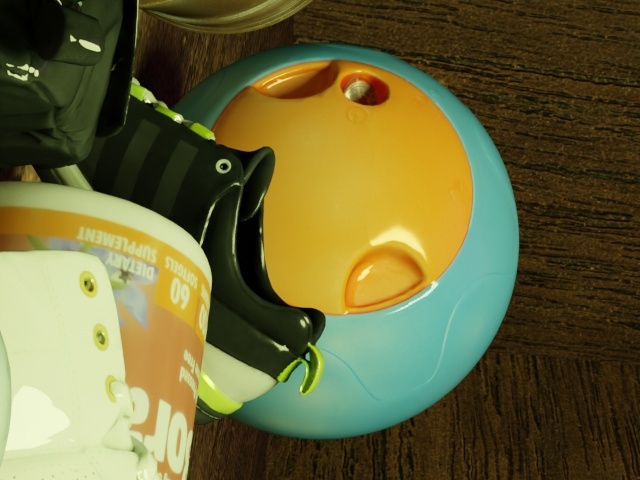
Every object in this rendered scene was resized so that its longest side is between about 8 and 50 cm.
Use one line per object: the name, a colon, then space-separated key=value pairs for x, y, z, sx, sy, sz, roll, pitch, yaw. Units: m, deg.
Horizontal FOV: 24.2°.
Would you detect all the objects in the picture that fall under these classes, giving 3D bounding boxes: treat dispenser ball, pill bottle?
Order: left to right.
pill bottle: x=-0.110 y=0.097 z=0.549 sx=0.121 sy=0.121 sz=0.216 roll=90 pitch=4 yaw=-64
treat dispenser ball: x=0.000 y=0.000 z=1.085 sx=0.288 sy=0.288 sz=0.288 roll=4 pitch=90 yaw=-88

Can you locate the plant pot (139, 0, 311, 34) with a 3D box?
plant pot: x=-0.070 y=-0.183 z=0.742 sx=0.165 sy=0.167 sz=0.167 roll=-46 pitch=141 yaw=-76

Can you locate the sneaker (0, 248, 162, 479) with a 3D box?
sneaker: x=-0.052 y=0.088 z=0.446 sx=0.108 sy=0.292 sz=0.169 roll=-24 pitch=-125 yaw=44

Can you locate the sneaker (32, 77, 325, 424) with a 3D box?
sneaker: x=-0.067 y=-0.029 z=0.686 sx=0.234 sy=0.097 sz=0.084 roll=64 pitch=10 yaw=8

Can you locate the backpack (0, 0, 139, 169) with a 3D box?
backpack: x=-0.102 y=-0.121 z=0.422 sx=0.152 sy=0.115 sz=0.182 roll=150 pitch=-57 yaw=-76

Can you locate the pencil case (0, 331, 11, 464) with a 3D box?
pencil case: x=-0.118 y=-0.032 z=0.200 sx=0.124 sy=0.113 sz=0.273 roll=46 pitch=-23 yaw=26
